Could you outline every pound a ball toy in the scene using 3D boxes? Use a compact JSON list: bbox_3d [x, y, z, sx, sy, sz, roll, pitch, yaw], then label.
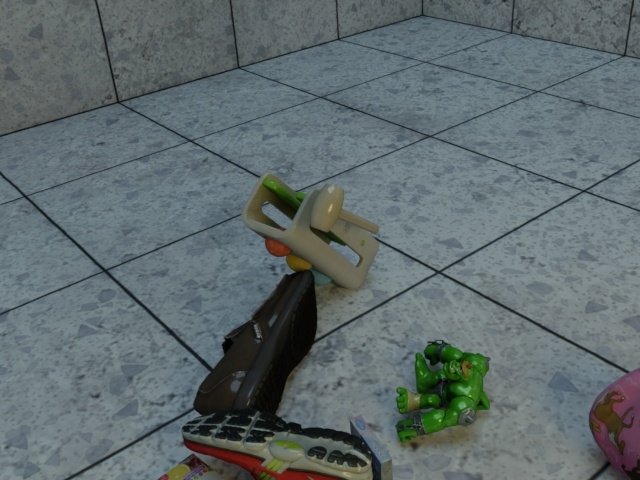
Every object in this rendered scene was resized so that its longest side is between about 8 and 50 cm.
[{"bbox_3d":[0.000,0.000,1.293,0.208,0.319,0.135,21,80,36],"label":"pound a ball toy"}]

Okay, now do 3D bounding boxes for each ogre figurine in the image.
[{"bbox_3d":[0.194,0.226,1.099,0.118,0.096,0.197,-8,10,29],"label":"ogre figurine"}]

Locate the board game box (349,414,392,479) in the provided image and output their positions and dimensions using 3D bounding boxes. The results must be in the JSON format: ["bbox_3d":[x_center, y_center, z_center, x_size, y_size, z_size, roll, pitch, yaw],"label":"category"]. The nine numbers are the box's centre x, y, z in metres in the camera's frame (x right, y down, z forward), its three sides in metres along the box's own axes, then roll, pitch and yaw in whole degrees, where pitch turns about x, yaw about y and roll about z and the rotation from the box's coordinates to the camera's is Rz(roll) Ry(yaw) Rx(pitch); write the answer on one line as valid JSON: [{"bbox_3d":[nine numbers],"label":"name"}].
[{"bbox_3d":[0.070,0.302,0.979,0.020,0.090,0.090,-16,32,-19],"label":"board game box"}]

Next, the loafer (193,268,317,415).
[{"bbox_3d":[-0.102,0.164,1.190,0.130,0.133,0.366,7,32,17],"label":"loafer"}]

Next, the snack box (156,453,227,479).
[{"bbox_3d":[-0.165,0.360,0.963,0.141,0.037,0.100,24,42,38],"label":"snack box"}]

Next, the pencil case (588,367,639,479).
[{"bbox_3d":[0.480,0.312,0.841,0.167,0.160,0.386,-16,32,-4],"label":"pencil case"}]

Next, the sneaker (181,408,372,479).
[{"bbox_3d":[-0.069,0.308,0.960,0.279,0.118,0.107,10,11,22],"label":"sneaker"}]
